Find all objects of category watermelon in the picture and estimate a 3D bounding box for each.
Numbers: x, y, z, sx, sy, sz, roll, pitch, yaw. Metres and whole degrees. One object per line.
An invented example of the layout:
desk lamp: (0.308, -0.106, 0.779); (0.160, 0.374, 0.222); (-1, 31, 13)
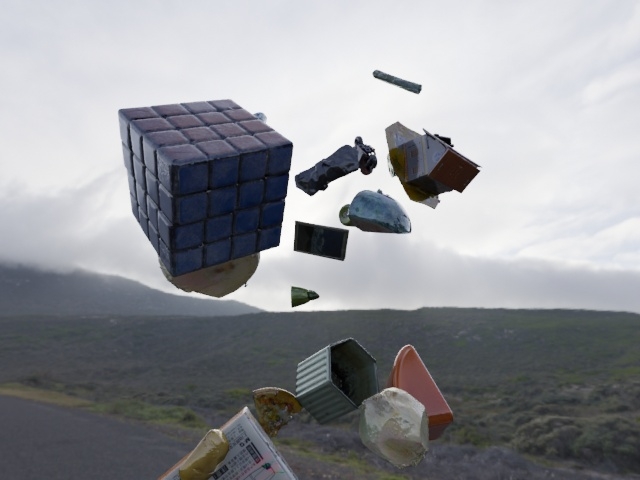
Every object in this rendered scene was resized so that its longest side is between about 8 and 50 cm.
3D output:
watermelon: (0.260, -0.114, 1.662); (0.188, 0.176, 0.321); (3, 2, 32)

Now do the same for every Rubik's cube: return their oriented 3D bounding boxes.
Rubik's cube: (-0.316, -0.161, 1.170); (0.344, 0.343, 0.338); (-17, -46, -35)

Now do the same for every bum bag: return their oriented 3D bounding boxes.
bum bag: (0.034, -0.297, 1.823); (0.309, 0.137, 0.074); (-31, -20, 4)

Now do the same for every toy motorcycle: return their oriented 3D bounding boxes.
toy motorcycle: (0.194, -0.377, 1.929); (0.084, 0.213, 0.118); (-8, -42, -22)

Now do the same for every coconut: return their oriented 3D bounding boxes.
coconut: (0.189, 0.484, 1.124); (0.194, 0.195, 0.194); (1, -18, 0)
coconut: (-0.444, -0.001, 1.689); (0.403, 0.406, 0.405); (1, -18, 0)

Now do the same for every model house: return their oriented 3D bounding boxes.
model house: (0.270, -0.201, 1.000); (0.135, 0.208, 0.219); (-16, -24, 42)

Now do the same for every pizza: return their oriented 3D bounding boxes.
pizza: (-0.156, 0.550, 1.338); (0.184, 0.176, 0.036); (38, -24, -23)

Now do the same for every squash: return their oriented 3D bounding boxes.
squash: (-0.069, 0.250, 1.934); (0.132, 0.105, 0.105); (-4, -19, 1)

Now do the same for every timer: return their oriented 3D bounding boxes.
timer: (0.291, 0.503, 1.390); (0.161, 0.250, 0.258); (-6, -38, -6)

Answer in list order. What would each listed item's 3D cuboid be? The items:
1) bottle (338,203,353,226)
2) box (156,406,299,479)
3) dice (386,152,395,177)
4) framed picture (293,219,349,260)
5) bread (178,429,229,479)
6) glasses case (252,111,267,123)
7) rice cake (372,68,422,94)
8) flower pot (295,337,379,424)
bottle: (0.211, -0.120, 2.097); (0.260, 0.112, 0.112); (0, -13, -44)
box: (-0.213, 0.555, 0.967); (0.273, 0.221, 0.091); (-35, -7, -11)
dice: (0.375, -0.354, 1.932); (0.130, 0.120, 0.128); (-13, 10, 0)
framed picture: (0.000, 0.000, 1.995); (0.259, 0.023, 0.189); (11, -50, 5)
bread: (-0.232, 0.453, 0.879); (0.056, 0.115, 0.082); (25, -34, 27)
glasses case: (-0.346, -0.413, 1.800); (0.327, 0.076, 0.125); (-42, -1, 21)
rice cake: (0.306, -0.636, 1.703); (0.210, 0.034, 0.043); (23, 2, 7)
flower pot: (0.053, 0.459, 1.396); (0.239, 0.210, 0.189); (-5, -29, -48)
